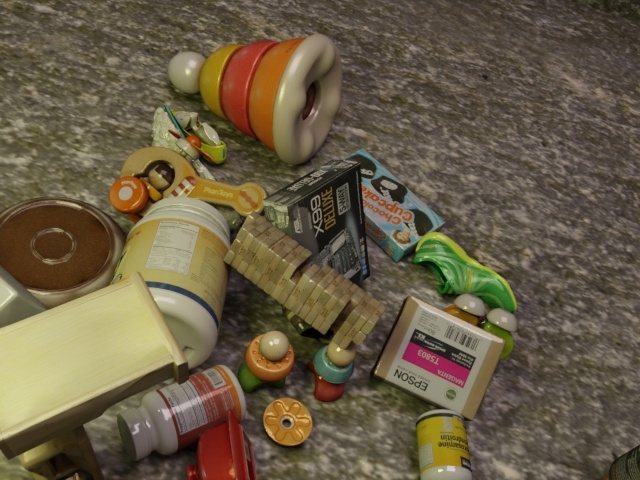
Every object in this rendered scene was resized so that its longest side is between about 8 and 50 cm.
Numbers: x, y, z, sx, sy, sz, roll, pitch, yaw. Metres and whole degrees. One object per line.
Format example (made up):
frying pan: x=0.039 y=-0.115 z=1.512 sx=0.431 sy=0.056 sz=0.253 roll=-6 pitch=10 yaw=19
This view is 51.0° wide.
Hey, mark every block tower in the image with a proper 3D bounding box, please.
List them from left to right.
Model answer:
block tower: x=-0.037 y=0.082 z=1.343 sx=0.335 sy=0.091 sz=0.097 roll=36 pitch=27 yaw=7

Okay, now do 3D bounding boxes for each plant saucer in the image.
plant saucer: x=-0.551 y=0.020 z=1.386 sx=0.311 sy=0.050 sz=0.310 roll=9 pitch=52 yaw=-12

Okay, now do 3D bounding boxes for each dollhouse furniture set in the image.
dollhouse furniture set: x=-0.362 y=0.262 z=1.069 sx=0.257 sy=0.394 sz=0.362 roll=-23 pitch=61 yaw=-24

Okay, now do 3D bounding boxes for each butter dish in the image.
butter dish: x=-0.183 y=0.410 z=1.208 sx=0.118 sy=0.160 sz=0.159 roll=-13 pitch=54 yaw=-1

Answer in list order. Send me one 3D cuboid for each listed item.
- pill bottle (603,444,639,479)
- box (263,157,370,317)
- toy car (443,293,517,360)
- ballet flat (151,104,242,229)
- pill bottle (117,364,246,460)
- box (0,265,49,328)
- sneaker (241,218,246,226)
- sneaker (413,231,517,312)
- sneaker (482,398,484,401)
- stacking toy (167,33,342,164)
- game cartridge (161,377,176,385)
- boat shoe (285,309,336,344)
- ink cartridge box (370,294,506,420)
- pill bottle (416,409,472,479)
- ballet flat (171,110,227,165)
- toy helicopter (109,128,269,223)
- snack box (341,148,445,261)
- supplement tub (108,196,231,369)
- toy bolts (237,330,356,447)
pill bottle: x=0.689 y=0.487 z=1.386 sx=0.131 sy=0.245 sz=0.130 roll=10 pitch=50 yaw=-12
box: x=0.000 y=0.000 z=1.507 sx=0.077 sy=0.307 sz=0.242 roll=18 pitch=38 yaw=37
toy car: x=0.365 y=0.215 z=1.587 sx=0.182 sy=0.159 sz=0.136 roll=25 pitch=8 yaw=5
ballet flat: x=-0.338 y=-0.170 z=1.646 sx=0.147 sy=0.147 sz=0.409 roll=-20 pitch=60 yaw=-33
pill bottle: x=-0.258 y=0.323 z=1.251 sx=0.216 sy=0.121 sz=0.121 roll=-18 pitch=59 yaw=-31
box: x=-0.701 y=0.088 z=1.201 sx=0.345 sy=0.168 sz=0.215 roll=39 pitch=76 yaw=13
sneaker: x=-0.167 y=0.009 z=1.609 sx=0.071 sy=0.068 sz=0.169 roll=-3 pitch=42 yaw=-4
sneaker: x=0.362 y=0.103 z=1.708 sx=0.296 sy=0.109 sz=0.123 roll=36 pitch=74 yaw=7
sneaker: x=0.320 y=0.332 z=1.518 sx=0.119 sy=0.042 sz=0.067 roll=17 pitch=44 yaw=-9
stacking toy: x=-0.207 y=-0.432 z=1.849 sx=0.480 sy=0.350 sz=0.350 roll=20 pitch=44 yaw=20
game cartridge: x=-0.322 y=0.256 z=1.356 sx=0.083 sy=0.017 sz=0.056 roll=36 pitch=52 yaw=11
boat shoe: x=0.014 y=0.191 z=1.459 sx=0.224 sy=0.080 sz=0.073 roll=22 pitch=42 yaw=-47
ink cartridge box: x=0.255 y=0.256 z=1.464 sx=0.235 sy=0.088 sz=0.193 roll=25 pitch=78 yaw=4
pill bottle: x=0.250 y=0.444 z=1.353 sx=0.103 sy=0.103 sz=0.184 roll=11 pitch=48 yaw=-12
ballet flat: x=-0.330 y=-0.294 z=1.784 sx=0.231 sy=0.077 sz=0.077 roll=43 pitch=50 yaw=17
toy helicopter: x=-0.280 y=-0.131 z=1.513 sx=0.355 sy=0.140 sz=0.234 roll=12 pitch=76 yaw=11
snack box: x=0.159 y=-0.102 z=1.817 sx=0.187 sy=0.060 sz=0.322 roll=-31 pitch=67 yaw=-37
supplement tub: x=-0.300 y=0.082 z=1.359 sx=0.229 sy=0.228 sz=0.316 roll=14 pitch=41 yaw=-9
toy bolts: x=-0.027 y=0.278 z=1.351 sx=0.229 sy=0.158 sz=0.218 roll=-6 pitch=54 yaw=-25
